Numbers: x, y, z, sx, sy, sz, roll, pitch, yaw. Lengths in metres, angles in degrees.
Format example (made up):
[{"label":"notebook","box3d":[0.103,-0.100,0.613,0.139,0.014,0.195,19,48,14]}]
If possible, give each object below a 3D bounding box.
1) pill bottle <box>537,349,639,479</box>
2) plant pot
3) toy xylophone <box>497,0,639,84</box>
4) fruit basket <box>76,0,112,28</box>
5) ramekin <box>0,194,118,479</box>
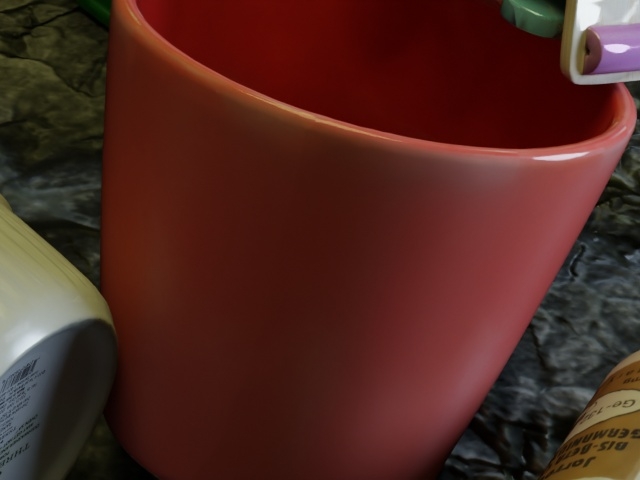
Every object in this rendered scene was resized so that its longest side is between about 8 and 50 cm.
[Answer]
[{"label":"pill bottle","box3d":[0.159,0.160,0.961,0.131,0.131,0.229,21,37,19]},{"label":"plant pot","box3d":[0.000,0.000,1.031,0.275,0.243,0.275,13,26,-7]},{"label":"toy xylophone","box3d":[0.054,-0.188,1.068,0.236,0.081,0.323,-3,31,-37]},{"label":"fruit basket","box3d":[0.031,-0.268,1.409,0.392,0.283,0.392,-3,45,3]},{"label":"ramekin","box3d":[-0.192,0.079,0.954,0.109,0.207,0.207,33,41,17]}]
